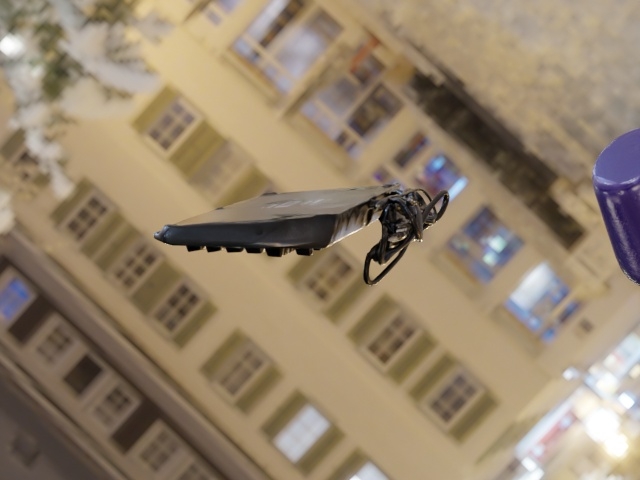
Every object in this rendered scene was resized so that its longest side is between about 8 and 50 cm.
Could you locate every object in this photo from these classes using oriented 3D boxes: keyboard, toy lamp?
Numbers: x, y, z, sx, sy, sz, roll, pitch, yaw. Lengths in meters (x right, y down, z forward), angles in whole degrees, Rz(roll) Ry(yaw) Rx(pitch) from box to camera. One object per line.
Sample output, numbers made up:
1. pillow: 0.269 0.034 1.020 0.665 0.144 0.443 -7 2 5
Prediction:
1. keyboard: 0.000 0.000 0.707 0.192 0.100 0.038 -30 -64 -77
2. toy lamp: 0.237 0.046 0.919 0.274 0.080 0.080 50 -179 -31
